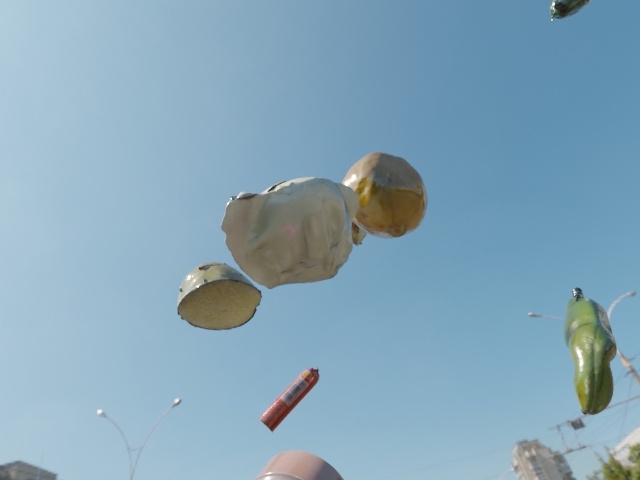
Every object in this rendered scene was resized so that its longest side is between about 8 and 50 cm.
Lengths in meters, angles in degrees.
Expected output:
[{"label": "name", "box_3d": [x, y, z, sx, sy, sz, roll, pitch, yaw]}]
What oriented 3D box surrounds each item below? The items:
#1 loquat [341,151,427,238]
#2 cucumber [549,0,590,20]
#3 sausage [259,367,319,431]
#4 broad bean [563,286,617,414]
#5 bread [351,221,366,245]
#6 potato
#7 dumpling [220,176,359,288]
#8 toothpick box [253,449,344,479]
[{"label": "loquat", "box_3d": [0.145, -0.104, 1.011, 0.187, 0.234, 0.176, 13, -47, -37]}, {"label": "cucumber", "box_3d": [0.299, -0.291, 0.489, 0.168, 0.039, 0.039, -44, -42, -9]}, {"label": "sausage", "box_3d": [-0.047, 0.265, 0.751, 0.129, 0.034, 0.034, -44, -37, -20]}, {"label": "broad bean", "box_3d": [0.310, 0.112, 0.510, 0.048, 0.213, 0.071, 11, -63, 25]}, {"label": "bread", "box_3d": [0.117, -0.062, 1.217, 0.065, 0.187, 0.103, 26, -43, 12]}, {"label": "potato", "box_3d": [-0.240, 0.114, 1.033, 0.182, 0.117, 0.202, -39, -40, 15]}, {"label": "dumpling", "box_3d": [-0.021, -0.010, 0.516, 0.187, 0.128, 0.108, -15, 2, -35]}, {"label": "toothpick box", "box_3d": [-0.040, 0.256, 0.349, 0.098, 0.099, 0.149, -37, -4, 24]}]
